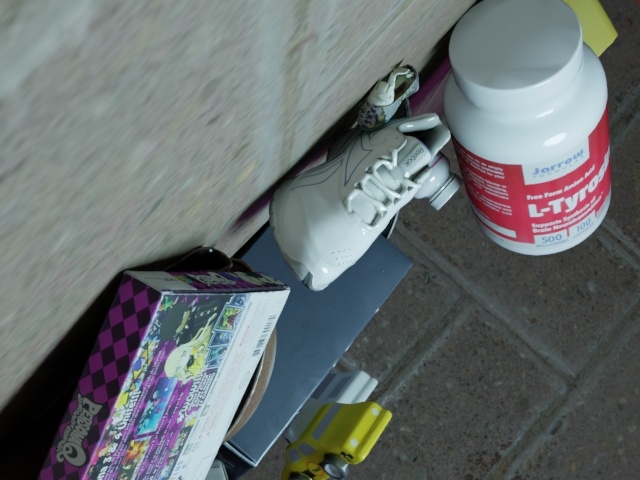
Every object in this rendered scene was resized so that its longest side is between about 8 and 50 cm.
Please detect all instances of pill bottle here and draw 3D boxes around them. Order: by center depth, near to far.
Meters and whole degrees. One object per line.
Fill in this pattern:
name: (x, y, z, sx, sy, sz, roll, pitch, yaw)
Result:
pill bottle: (0.309, -0.166, 1.365, 0.229, 0.229, 0.407, -48, 148, -11)
pill bottle: (0.155, -0.126, 1.515, 0.087, 0.160, 0.087, -47, 178, -3)

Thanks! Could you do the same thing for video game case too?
video game case: (-0.126, 0.134, 0.732, 0.232, 0.042, 0.210, -66, 159, 9)

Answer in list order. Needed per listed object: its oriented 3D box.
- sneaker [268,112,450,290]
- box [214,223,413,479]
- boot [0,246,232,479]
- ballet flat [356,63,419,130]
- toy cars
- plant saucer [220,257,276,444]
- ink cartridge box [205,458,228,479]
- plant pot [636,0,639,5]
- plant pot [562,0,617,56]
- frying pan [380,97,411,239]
sneaker: (0.045, -0.060, 0.978, 0.129, 0.111, 0.297, -24, -158, 38)
box: (-0.084, 0.143, 1.235, 0.343, 0.179, 0.312, -50, 178, -27)
boot: (-0.176, 0.112, 0.772, 0.206, 0.090, 0.248, -64, 167, 21)
ballet flat: (0.074, -0.165, 1.023, 0.114, 0.041, 0.041, -46, 177, -41)
toy cars: (-0.002, 0.245, 1.273, 0.176, 0.087, 0.393, -45, -177, 1)
plant saucer: (-0.099, 0.116, 0.905, 0.199, 0.036, 0.198, -28, -128, 44)
ink cartridge box: (-0.160, 0.327, 1.058, 0.056, 0.099, 0.135, -127, -140, -64)
plant pot: (0.356, -0.341, 0.779, 0.236, 0.267, 0.267, -35, 174, -15)
plant pot: (0.366, -0.340, 1.532, 0.212, 0.187, 0.212, -48, 178, 9)
frying pan: (0.076, -0.095, 1.281, 0.326, 0.053, 0.197, -179, -83, -83)
